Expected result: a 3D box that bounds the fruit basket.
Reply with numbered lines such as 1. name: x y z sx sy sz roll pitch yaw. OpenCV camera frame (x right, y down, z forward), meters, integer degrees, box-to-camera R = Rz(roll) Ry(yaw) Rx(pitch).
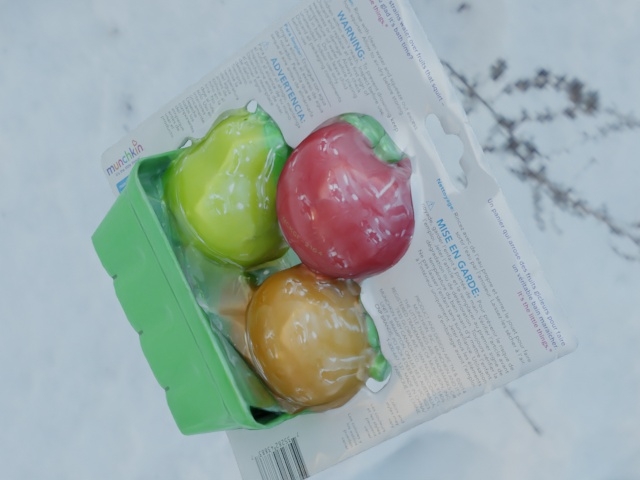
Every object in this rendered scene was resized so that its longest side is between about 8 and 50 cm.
1. fruit basket: 0.000 0.000 1.225 0.353 0.327 0.165 -31 171 33
